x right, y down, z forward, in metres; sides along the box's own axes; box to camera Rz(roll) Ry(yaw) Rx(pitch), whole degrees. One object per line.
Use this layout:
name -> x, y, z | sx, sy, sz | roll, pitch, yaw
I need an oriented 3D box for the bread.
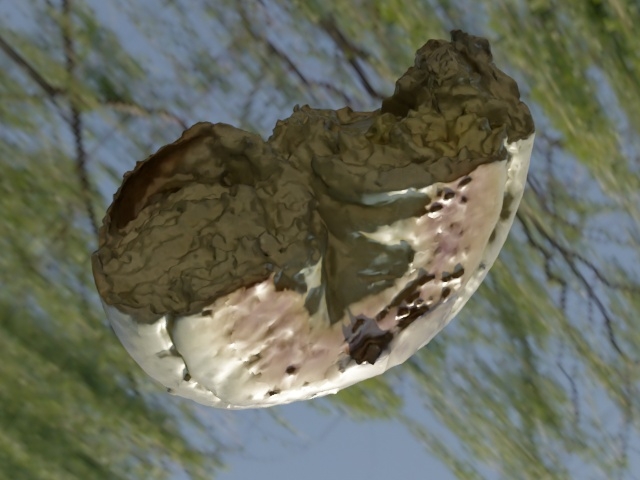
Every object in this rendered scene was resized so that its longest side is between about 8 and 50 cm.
bread -> 0.004, 0.001, 1.354 | 0.314, 0.192, 0.171 | -33, -135, -10
